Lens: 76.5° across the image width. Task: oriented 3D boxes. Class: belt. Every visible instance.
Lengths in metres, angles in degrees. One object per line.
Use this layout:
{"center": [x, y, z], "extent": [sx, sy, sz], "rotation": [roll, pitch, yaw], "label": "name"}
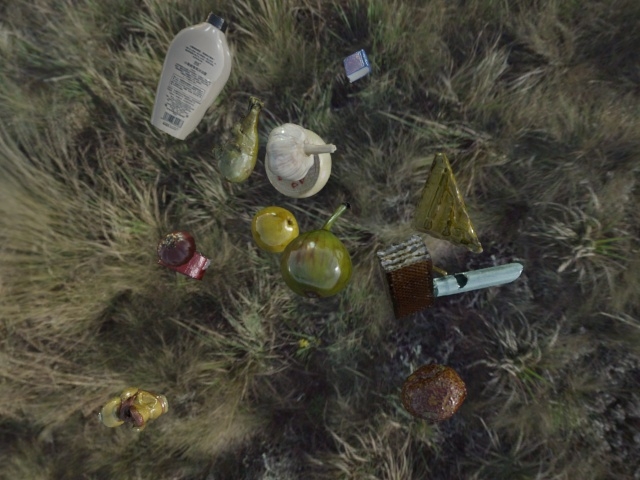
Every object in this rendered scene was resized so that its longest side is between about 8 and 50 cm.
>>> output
{"center": [-0.575, 0.083, 1.728], "extent": [0.200, 0.128, 0.124], "rotation": [24, 77, -5], "label": "belt"}

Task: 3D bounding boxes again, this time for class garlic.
{"center": [-0.055, -0.289, 1.350], "extent": [0.225, 0.199, 0.199], "rotation": [5, 92, 26], "label": "garlic"}

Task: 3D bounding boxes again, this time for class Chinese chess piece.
{"center": [-0.087, -0.301, 1.590], "extent": [0.269, 0.112, 0.270], "rotation": [8, 108, 25], "label": "Chinese chess piece"}

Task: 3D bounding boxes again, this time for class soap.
{"center": [0.567, -0.159, 1.657], "extent": [0.304, 0.169, 0.339], "rotation": [21, 109, 17], "label": "soap"}

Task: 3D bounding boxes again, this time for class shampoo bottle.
{"center": [-0.263, -0.342, 0.839], "extent": [0.127, 0.078, 0.257], "rotation": [27, 101, -16], "label": "shampoo bottle"}

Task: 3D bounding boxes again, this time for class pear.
{"center": [-0.191, -0.047, 1.739], "extent": [0.208, 0.209, 0.209], "rotation": [0, 91, 11], "label": "pear"}

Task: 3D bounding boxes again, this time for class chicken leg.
{"center": [-0.163, -0.205, 0.822], "extent": [0.093, 0.070, 0.178], "rotation": [21, 101, -8], "label": "chicken leg"}

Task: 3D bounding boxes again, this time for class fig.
{"center": [0.000, 0.000, 0.881], "extent": [0.151, 0.151, 0.259], "rotation": [3, 57, 11], "label": "fig"}

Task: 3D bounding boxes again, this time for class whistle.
{"center": [0.490, 0.122, 1.272], "extent": [0.312, 0.062, 0.062], "rotation": [-9, 89, -13], "label": "whistle"}

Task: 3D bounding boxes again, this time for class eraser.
{"center": [0.099, -0.475, 1.101], "extent": [0.063, 0.027, 0.085], "rotation": [-22, 50, 20], "label": "eraser"}

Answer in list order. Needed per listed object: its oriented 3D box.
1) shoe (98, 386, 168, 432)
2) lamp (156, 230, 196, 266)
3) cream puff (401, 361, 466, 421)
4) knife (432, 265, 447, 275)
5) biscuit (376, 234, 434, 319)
{"center": [-0.322, 0.287, 0.695], "extent": [0.109, 0.069, 0.072], "rotation": [10, 99, 18], "label": "shoe"}
{"center": [-0.375, 0.021, 1.059], "extent": [0.101, 0.090, 0.101], "rotation": [-4, 62, 7], "label": "lamp"}
{"center": [0.251, 0.334, 0.920], "extent": [0.149, 0.149, 0.085], "rotation": [-22, 109, 11], "label": "cream puff"}
{"center": [0.353, 0.086, 1.344], "extent": [0.046, 0.256, 0.022], "rotation": [27, 93, -15], "label": "knife"}
{"center": [0.201, 0.090, 0.942], "extent": [0.106, 0.252, 0.070], "rotation": [-20, 51, 1], "label": "biscuit"}
